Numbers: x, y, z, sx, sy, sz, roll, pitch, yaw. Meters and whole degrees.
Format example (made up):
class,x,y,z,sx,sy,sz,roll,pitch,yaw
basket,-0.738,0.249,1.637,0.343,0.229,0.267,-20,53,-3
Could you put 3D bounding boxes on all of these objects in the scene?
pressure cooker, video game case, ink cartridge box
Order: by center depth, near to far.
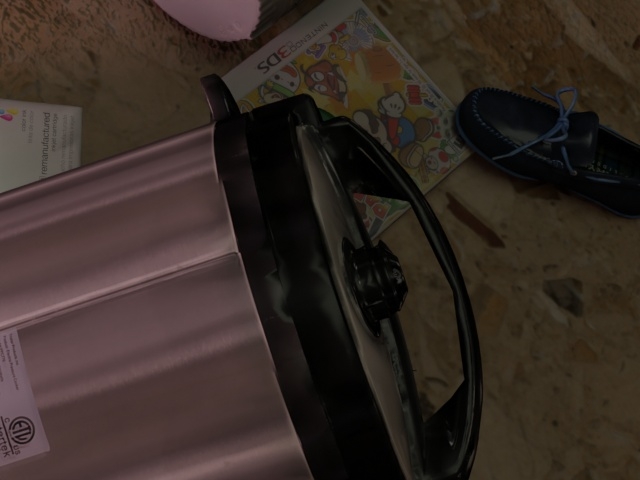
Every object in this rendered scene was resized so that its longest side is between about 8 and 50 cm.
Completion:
class,x,y,z,sx,sy,sz,roll,pitch,yaw
pressure cooker,-0.086,0.100,1.203,0.421,0.375,0.369,-19,120,4
ink cartridge box,-0.330,-0.049,1.384,0.213,0.093,0.154,6,71,-16
video game case,0.030,-0.128,1.575,0.206,0.026,0.227,-40,89,-26

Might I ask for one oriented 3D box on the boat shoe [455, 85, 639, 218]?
class,x,y,z,sx,sy,sz,roll,pitch,yaw
boat shoe,0.271,-0.110,1.608,0.258,0.089,0.109,16,64,-20

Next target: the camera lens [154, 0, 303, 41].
class,x,y,z,sx,sy,sz,roll,pitch,yaw
camera lens,-0.052,-0.359,1.517,0.219,0.219,0.274,44,64,-1

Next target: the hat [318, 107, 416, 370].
class,x,y,z,sx,sy,sz,roll,pitch,yaw
hat,0.000,0.000,1.510,0.183,0.173,0.208,40,56,-43
